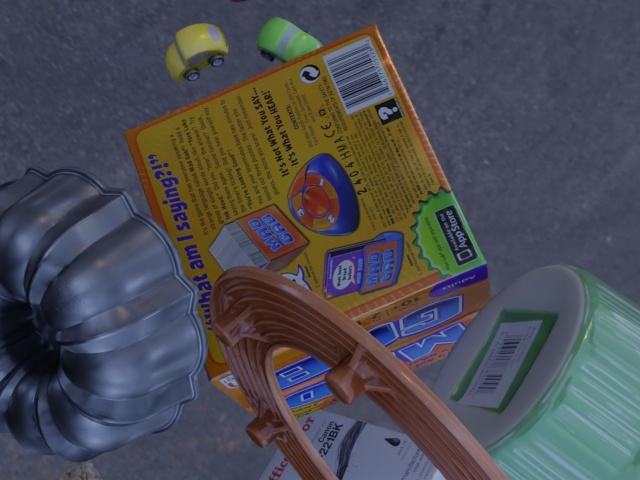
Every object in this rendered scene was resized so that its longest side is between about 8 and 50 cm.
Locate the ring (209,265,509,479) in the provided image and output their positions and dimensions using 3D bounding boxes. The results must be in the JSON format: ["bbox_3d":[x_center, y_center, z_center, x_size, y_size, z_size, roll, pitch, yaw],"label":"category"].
[{"bbox_3d":[0.033,0.159,0.718,0.032,0.336,0.337,-39,136,-22],"label":"ring"}]

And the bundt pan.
[{"bbox_3d":[-0.289,0.093,1.185,0.124,0.331,0.331,-34,140,-53],"label":"bundt pan"}]

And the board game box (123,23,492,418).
[{"bbox_3d":[0.000,0.000,1.512,0.356,0.357,0.356,-23,159,2],"label":"board game box"}]

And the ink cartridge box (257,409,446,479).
[{"bbox_3d":[0.053,0.395,1.754,0.197,0.273,0.114,-56,143,-34],"label":"ink cartridge box"}]

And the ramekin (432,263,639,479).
[{"bbox_3d":[0.257,0.173,1.266,0.148,0.303,0.303,36,93,-15],"label":"ramekin"}]

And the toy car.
[{"bbox_3d":[-0.096,-0.302,1.555,0.239,0.225,0.053,-59,152,-1],"label":"toy car"}]

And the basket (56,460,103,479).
[{"bbox_3d":[-0.283,0.477,1.329,0.266,0.331,0.328,-41,98,-10],"label":"basket"}]
